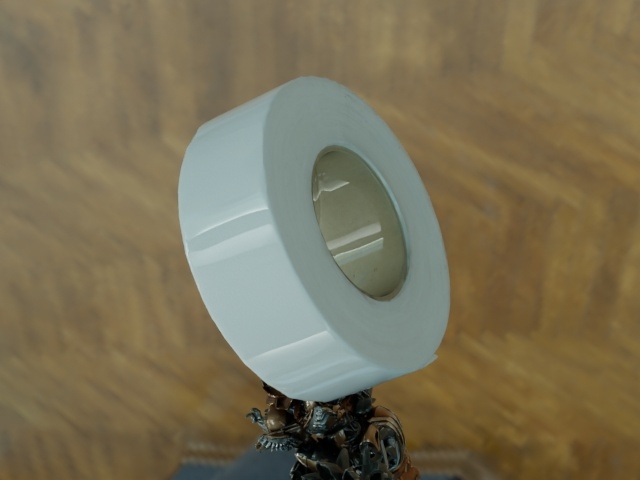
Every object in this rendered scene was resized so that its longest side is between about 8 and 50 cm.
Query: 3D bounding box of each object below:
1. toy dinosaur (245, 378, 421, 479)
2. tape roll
[{"bbox_3d":[0.028,0.215,1.779,0.322,0.218,0.164,35,128,0],"label":"toy dinosaur"},{"bbox_3d":[0.000,0.000,1.574,0.100,0.286,0.286,-23,118,30],"label":"tape roll"}]
